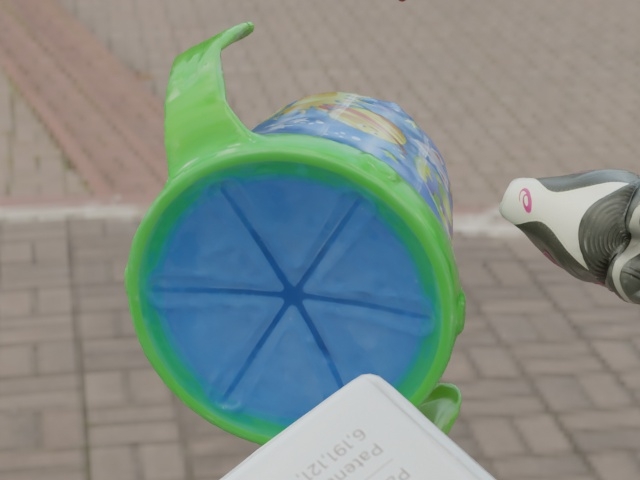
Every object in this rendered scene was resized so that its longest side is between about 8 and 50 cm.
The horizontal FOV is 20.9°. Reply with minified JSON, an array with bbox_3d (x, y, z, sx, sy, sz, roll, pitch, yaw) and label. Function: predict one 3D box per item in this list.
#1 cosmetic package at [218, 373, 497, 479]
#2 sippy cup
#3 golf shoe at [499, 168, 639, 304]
[{"bbox_3d":[0.047,0.353,0.846,0.327,0.329,0.393,-36,53,-19],"label":"cosmetic package"},{"bbox_3d":[0.000,0.000,1.274,0.240,0.305,0.224,10,26,8],"label":"sippy cup"},{"bbox_3d":[0.225,-0.007,1.213,0.120,0.105,0.273,21,1,28],"label":"golf shoe"}]
